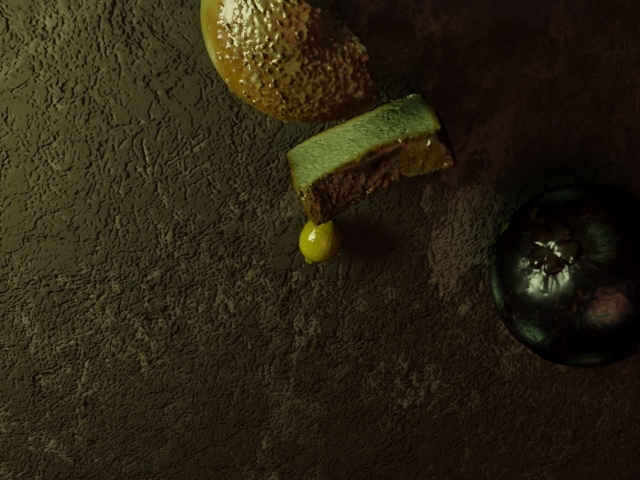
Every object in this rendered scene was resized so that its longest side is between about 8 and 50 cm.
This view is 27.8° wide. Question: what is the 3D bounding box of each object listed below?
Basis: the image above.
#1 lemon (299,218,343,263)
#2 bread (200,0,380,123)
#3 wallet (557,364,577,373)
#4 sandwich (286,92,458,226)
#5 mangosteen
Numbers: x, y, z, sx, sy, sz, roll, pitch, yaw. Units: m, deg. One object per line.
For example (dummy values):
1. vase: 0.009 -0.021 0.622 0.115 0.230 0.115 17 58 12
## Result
1. lemon: 0.000 0.000 1.881 0.062 0.062 0.083 14 121 -21
2. bread: -0.050 -0.267 1.612 0.192 0.171 0.314 -21 126 -2
3. wallet: 0.417 0.144 2.091 0.118 0.039 0.152 -24 130 8
4. sandwich: 0.063 -0.114 1.737 0.215 0.186 0.065 -25 113 2
5. mangosteen: 0.388 0.053 1.879 0.288 0.288 0.288 -6 126 -8
